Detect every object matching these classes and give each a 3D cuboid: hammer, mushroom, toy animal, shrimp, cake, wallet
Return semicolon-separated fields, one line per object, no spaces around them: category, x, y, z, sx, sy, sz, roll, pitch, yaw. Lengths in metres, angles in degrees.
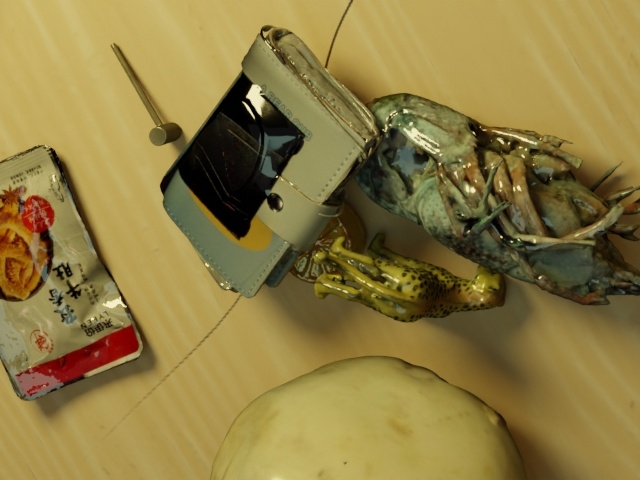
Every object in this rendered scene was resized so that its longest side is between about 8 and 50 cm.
hammer;-0.173;-0.141;1.899;0.019;0.035;0.110;-33;88;23
mushroom;0.037;0.287;1.853;0.314;0.314;0.336;18;136;10
toy animal;0.081;0.040;1.811;0.136;0.181;0.073;18;94;23
shrimp;0.183;-0.025;1.753;0.372;0.172;0.137;19;108;18
cake;0.000;0.000;1.884;0.084;0.044;0.084;5;108;14
wallet;-0.054;-0.068;1.824;0.170;0.069;0.231;51;129;16

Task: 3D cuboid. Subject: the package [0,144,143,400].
package;-0.284;0.032;1.987;0.154;0.030;0.239;-21;100;20
